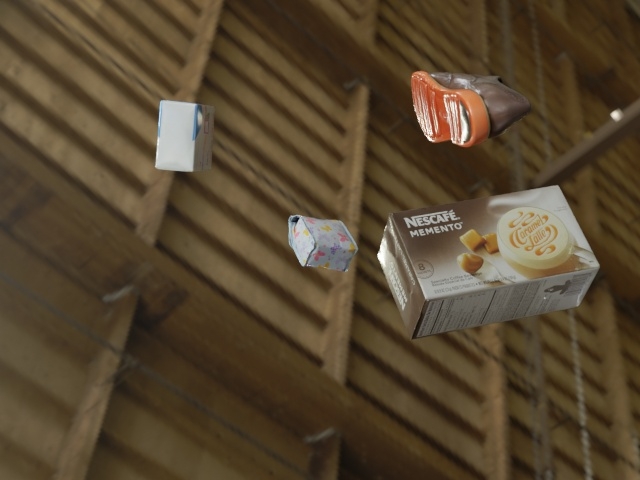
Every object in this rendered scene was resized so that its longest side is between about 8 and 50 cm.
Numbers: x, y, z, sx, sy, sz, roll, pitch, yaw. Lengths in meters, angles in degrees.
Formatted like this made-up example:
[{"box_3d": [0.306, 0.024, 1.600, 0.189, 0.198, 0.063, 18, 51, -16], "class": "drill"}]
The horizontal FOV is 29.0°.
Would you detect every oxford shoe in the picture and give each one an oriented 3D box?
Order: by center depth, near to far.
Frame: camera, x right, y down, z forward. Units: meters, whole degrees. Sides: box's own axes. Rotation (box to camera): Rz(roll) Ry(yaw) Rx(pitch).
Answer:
[{"box_3d": [0.199, -0.186, 1.699, 0.271, 0.098, 0.097, -134, 32, -66], "class": "oxford shoe"}]

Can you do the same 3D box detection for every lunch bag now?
[{"box_3d": [0.000, 0.000, 1.636, 0.071, 0.053, 0.083, 8, -145, -30], "class": "lunch bag"}]

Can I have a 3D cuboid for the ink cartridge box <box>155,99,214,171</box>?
[{"box_3d": [-0.176, -0.137, 1.623, 0.122, 0.052, 0.089, -46, -39, -83], "class": "ink cartridge box"}]

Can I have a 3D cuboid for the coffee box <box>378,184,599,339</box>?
[{"box_3d": [0.216, 0.026, 1.613, 0.246, 0.098, 0.141, -9, -124, -16], "class": "coffee box"}]
